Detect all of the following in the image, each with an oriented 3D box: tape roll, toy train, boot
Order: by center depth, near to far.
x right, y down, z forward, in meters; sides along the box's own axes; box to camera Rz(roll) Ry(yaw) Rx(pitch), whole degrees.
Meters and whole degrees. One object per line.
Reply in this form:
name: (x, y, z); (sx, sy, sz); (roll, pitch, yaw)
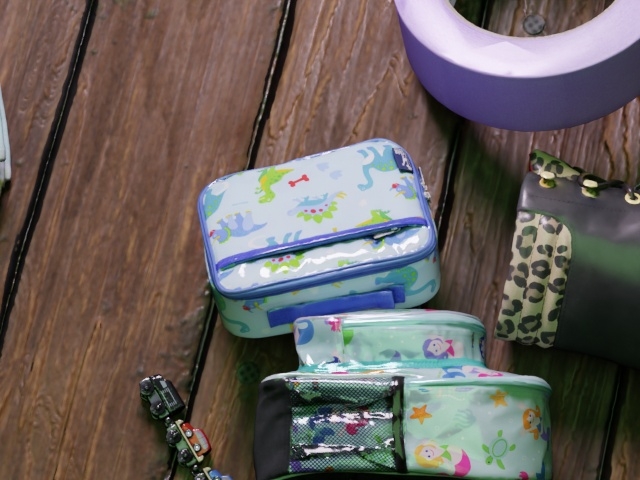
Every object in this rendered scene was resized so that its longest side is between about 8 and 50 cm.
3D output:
boot: (0.333, -0.039, 1.470); (0.284, 0.138, 0.377); (12, 85, 10)
toy train: (-0.124, 0.196, 1.500); (0.036, 0.027, 0.158); (-28, 75, -15)
tape roll: (0.210, -0.241, 1.516); (0.275, 0.090, 0.274); (-6, 57, 9)

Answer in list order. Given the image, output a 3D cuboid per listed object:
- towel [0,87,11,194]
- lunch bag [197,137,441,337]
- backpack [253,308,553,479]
towel: (-0.491, -0.190, 1.588); (0.321, 0.090, 0.374); (-11, 75, 0)
lunch bag: (0.000, 0.000, 1.476); (0.219, 0.090, 0.176); (-11, 45, 1)
backpack: (0.082, 0.159, 1.394); (0.254, 0.225, 0.191); (4, 79, 10)
